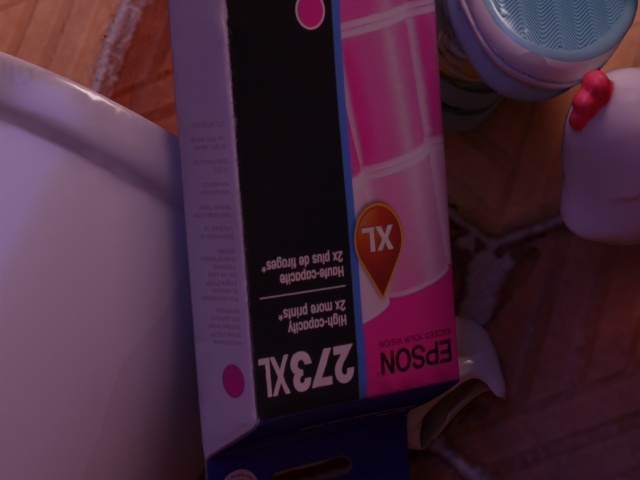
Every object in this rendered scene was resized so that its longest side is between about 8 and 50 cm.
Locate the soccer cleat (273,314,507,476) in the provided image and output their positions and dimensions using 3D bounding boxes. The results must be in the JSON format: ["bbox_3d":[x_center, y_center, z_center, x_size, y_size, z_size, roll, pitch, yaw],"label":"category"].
[{"bbox_3d":[0.034,0.120,1.324,0.196,0.068,0.076,-30,67,6],"label":"soccer cleat"}]

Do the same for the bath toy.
[{"bbox_3d":[0.271,-0.017,1.103,0.151,0.129,0.348,-49,49,-11],"label":"bath toy"}]

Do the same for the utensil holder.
[{"bbox_3d":[-0.230,0.109,1.292,0.327,0.327,0.385,20,77,30],"label":"utensil holder"}]

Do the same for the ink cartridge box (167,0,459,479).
[{"bbox_3d":[0.000,0.000,1.207,0.069,0.175,0.371,4,99,48],"label":"ink cartridge box"}]

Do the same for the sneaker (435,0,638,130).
[{"bbox_3d":[0.113,-0.131,1.323,0.127,0.208,0.319,20,31,-9],"label":"sneaker"}]
